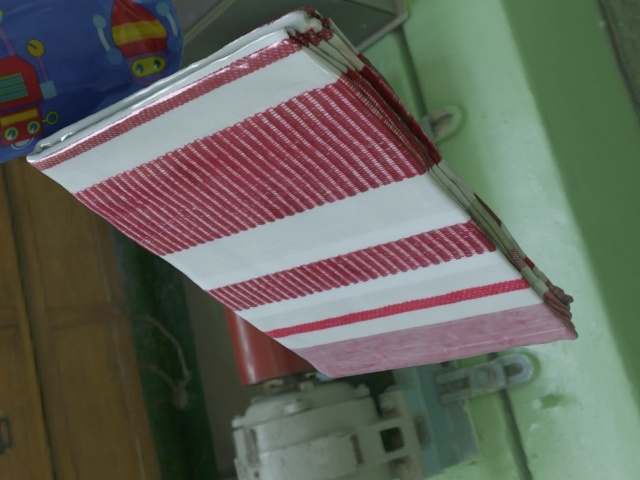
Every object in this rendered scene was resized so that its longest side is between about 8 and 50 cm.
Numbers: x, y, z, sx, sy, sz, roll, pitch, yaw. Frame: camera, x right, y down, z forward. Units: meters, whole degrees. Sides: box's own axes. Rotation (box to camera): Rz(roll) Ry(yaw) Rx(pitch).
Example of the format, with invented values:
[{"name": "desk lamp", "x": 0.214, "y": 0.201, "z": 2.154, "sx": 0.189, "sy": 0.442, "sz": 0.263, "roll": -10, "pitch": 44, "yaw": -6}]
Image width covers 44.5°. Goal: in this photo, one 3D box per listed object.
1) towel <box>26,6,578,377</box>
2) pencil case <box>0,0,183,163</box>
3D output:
[{"name": "towel", "x": 0.000, "y": 0.000, "z": 0.538, "sx": 0.237, "sy": 0.329, "sz": 0.037, "roll": -17, "pitch": 47, "yaw": 35}, {"name": "pencil case", "x": -0.236, "y": -0.104, "z": 0.517, "sx": 0.133, "sy": 0.306, "sz": 0.119, "roll": 20, "pitch": 127, "yaw": 37}]
